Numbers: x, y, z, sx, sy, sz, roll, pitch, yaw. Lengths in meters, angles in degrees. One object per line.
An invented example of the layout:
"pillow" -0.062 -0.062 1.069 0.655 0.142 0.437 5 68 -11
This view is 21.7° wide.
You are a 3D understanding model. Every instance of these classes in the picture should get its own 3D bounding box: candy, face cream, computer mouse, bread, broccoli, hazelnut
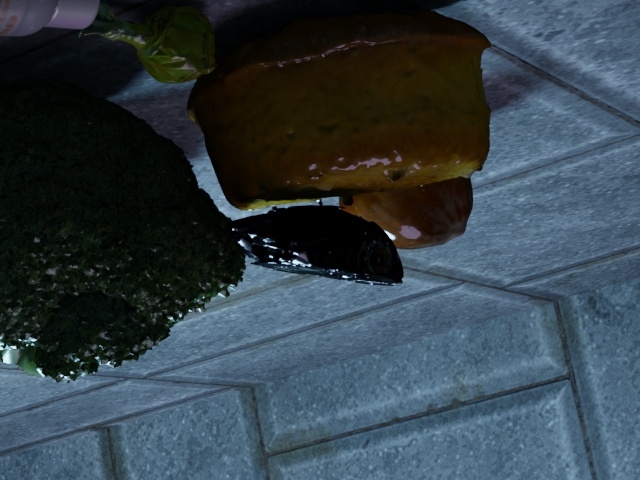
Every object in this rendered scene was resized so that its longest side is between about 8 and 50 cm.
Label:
"candy" -0.214 -0.208 1.603 0.262 0.077 0.073 11 178 -36
"face cream" -0.313 -0.218 1.422 0.269 0.082 0.082 0 163 -40
"computer mouse" 0.000 0.000 1.774 0.146 0.078 0.241 2 173 43
"bread" 0.013 -0.136 1.747 0.340 0.194 0.179 -9 178 10
"broccoli" -0.275 -0.008 1.745 0.413 0.310 0.321 10 173 -12
"hazelnut" 0.117 -0.076 2.161 0.182 0.182 0.182 -10 166 -3

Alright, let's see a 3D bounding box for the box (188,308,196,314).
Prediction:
"box" -0.279 0.008 2.074 0.225 0.117 0.225 -12 -153 -1
